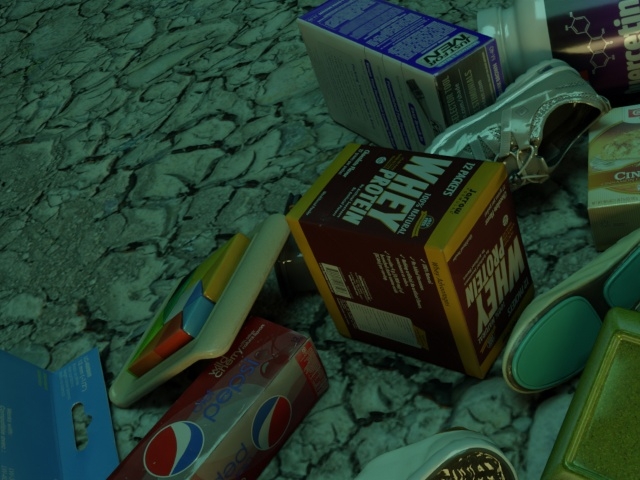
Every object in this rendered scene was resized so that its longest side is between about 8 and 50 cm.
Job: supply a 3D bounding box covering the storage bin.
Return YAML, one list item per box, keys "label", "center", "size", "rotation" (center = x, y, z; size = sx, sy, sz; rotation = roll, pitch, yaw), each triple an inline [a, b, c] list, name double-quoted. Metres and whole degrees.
- label: "storage bin"
  center: [0.000, 0.000, 1.080]
  size: [0.091, 0.098, 0.135]
  rotation: [-1, 42, 12]

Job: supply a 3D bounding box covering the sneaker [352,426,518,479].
- label: "sneaker"
  center: [0.039, 0.268, 0.751]
  size: [0.290, 0.106, 0.123]
  rotation: [-34, 4, 0]

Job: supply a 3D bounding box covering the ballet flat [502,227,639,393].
- label: "ballet flat"
  center: [0.268, 0.067, 0.872]
  size: [0.248, 0.086, 0.086]
  rotation: [-33, 38, -14]

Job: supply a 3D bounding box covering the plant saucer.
- label: "plant saucer"
  center: [0.287, 0.156, 0.706]
  size: [0.188, 0.045, 0.189]
  rotation: [17, 78, 41]

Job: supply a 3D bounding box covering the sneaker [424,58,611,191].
- label: "sneaker"
  center: [0.219, -0.102, 1.024]
  size: [0.281, 0.105, 0.115]
  rotation: [-45, 36, 3]

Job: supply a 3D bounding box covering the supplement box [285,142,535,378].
- label: "supplement box"
  center: [0.100, 0.017, 0.914]
  size: [0.194, 0.191, 0.129]
  rotation: [13, 51, 38]

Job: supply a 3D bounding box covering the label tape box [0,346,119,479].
- label: "label tape box"
  center: [-0.422, 0.246, 0.989]
  size: [0.347, 0.115, 0.249]
  rotation: [-28, 37, -3]

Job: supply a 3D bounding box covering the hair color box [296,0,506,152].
- label: "hair color box"
  center: [0.114, -0.219, 1.196]
  size: [0.110, 0.185, 0.339]
  rotation: [-33, 38, -14]

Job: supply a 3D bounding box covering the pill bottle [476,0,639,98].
- label: "pill bottle"
  center: [0.379, -0.279, 1.129]
  size: [0.322, 0.182, 0.182]
  rotation: [-10, 39, 19]

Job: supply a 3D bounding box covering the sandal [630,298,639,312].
- label: "sandal"
  center: [0.355, 0.134, 0.755]
  size: [0.090, 0.060, 0.219]
  rotation: [-37, 53, -5]

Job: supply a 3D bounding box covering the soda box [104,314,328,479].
- label: "soda box"
  center: [-0.107, 0.205, 0.890]
  size: [0.092, 0.084, 0.263]
  rotation: [16, 52, 39]

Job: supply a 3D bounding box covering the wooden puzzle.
- label: "wooden puzzle"
  center: [-0.151, 0.079, 1.025]
  size: [0.238, 0.044, 0.221]
  rotation: [-30, 25, 44]

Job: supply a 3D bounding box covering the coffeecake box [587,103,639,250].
- label: "coffeecake box"
  center: [0.384, -0.080, 0.980]
  size: [0.142, 0.068, 0.186]
  rotation: [-7, 40, 23]
